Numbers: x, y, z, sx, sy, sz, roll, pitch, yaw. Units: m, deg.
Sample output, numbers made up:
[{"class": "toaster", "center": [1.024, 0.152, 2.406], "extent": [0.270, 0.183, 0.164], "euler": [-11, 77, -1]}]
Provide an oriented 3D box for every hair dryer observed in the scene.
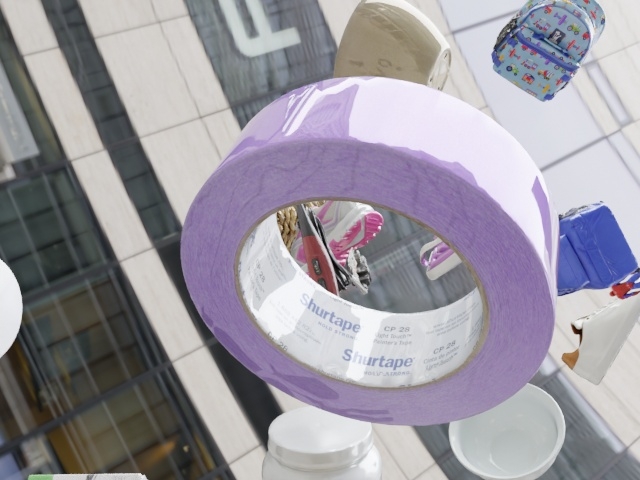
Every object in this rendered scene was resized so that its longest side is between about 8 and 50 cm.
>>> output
[{"class": "hair dryer", "center": [0.003, 0.081, 1.013], "extent": [0.223, 0.080, 0.294], "euler": [48, 25, -37]}]

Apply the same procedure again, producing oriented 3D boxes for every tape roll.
[{"class": "tape roll", "center": [0.037, 0.020, 0.553], "extent": [0.274, 0.090, 0.275], "euler": [10, -49, 12]}]

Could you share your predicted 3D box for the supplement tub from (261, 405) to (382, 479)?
[{"class": "supplement tub", "center": [0.006, 0.496, 1.373], "extent": [0.228, 0.228, 0.316], "euler": [14, -70, 53]}]

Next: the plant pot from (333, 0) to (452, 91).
[{"class": "plant pot", "center": [0.180, -0.393, 1.620], "extent": [0.191, 0.284, 0.284], "euler": [24, -46, 21]}]

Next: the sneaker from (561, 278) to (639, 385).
[{"class": "sneaker", "center": [0.652, 0.178, 1.659], "extent": [0.123, 0.290, 0.106], "euler": [31, -15, 24]}]

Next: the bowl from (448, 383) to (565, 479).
[{"class": "bowl", "center": [0.500, 0.530, 1.918], "extent": [0.298, 0.298, 0.134], "euler": [26, -29, 46]}]

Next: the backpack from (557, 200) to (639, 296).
[{"class": "backpack", "center": [0.287, 0.016, 0.855], "extent": [0.098, 0.101, 0.120], "euler": [69, -17, 2]}]

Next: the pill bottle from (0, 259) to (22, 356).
[{"class": "pill bottle", "center": [-0.467, 0.078, 0.795], "extent": [0.264, 0.153, 0.153], "euler": [-4, -69, 28]}]

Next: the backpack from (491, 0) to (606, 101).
[{"class": "backpack", "center": [0.410, -0.358, 1.290], "extent": [0.158, 0.117, 0.173], "euler": [35, -42, -5]}]

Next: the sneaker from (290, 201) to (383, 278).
[{"class": "sneaker", "center": [0.000, 0.000, 1.333], "extent": [0.252, 0.103, 0.111], "euler": [-44, -120, 23]}]

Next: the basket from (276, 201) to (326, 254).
[{"class": "basket", "center": [-0.138, -0.014, 1.516], "extent": [0.213, 0.223, 0.299], "euler": [58, -35, 29]}]

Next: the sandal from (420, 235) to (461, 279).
[{"class": "sandal", "center": [0.317, 0.014, 1.871], "extent": [0.102, 0.169, 0.416], "euler": [49, 3, 3]}]

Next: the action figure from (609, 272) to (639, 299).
[{"class": "action figure", "center": [0.505, 0.068, 1.168], "extent": [0.038, 0.030, 0.115], "euler": [58, -31, 10]}]

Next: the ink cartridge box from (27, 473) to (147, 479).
[{"class": "ink cartridge box", "center": [-0.437, 0.520, 1.397], "extent": [0.160, 0.219, 0.093], "euler": [83, 7, -51]}]
